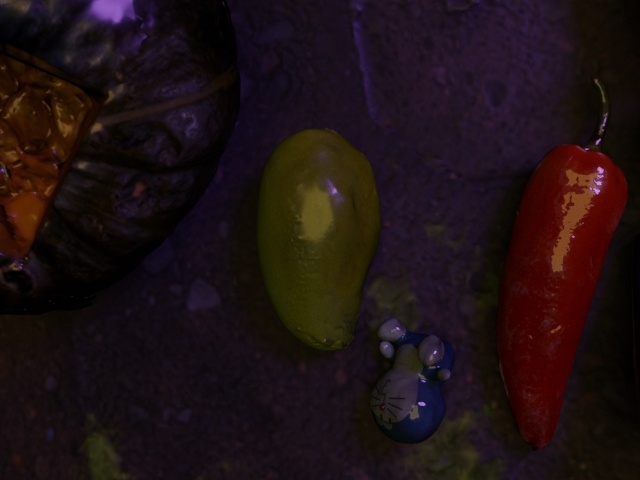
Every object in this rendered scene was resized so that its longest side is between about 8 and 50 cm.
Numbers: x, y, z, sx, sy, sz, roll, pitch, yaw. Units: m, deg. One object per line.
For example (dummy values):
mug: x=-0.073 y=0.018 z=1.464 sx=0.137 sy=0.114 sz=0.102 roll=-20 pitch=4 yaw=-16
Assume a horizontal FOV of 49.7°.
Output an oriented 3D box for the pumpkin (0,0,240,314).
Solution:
pumpkin: x=-0.211 y=-0.102 z=0.446 sx=0.320 sy=0.192 sz=0.321 roll=-3 pitch=117 yaw=-5

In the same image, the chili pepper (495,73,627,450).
chili pepper: x=0.166 y=0.017 z=0.487 sx=0.071 sy=0.063 sz=0.272 roll=14 pitch=94 yaw=21

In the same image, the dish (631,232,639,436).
dish: x=0.326 y=0.073 z=0.417 sx=0.243 sy=0.080 sz=0.182 roll=-8 pitch=57 yaw=32

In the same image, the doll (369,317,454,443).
doll: x=0.068 y=0.105 z=0.498 sx=0.050 sy=0.076 sz=0.083 roll=22 pitch=85 yaw=-26

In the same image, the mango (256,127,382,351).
mango: x=0.000 y=0.000 z=0.503 sx=0.091 sy=0.074 sz=0.165 roll=-4 pitch=89 yaw=7
